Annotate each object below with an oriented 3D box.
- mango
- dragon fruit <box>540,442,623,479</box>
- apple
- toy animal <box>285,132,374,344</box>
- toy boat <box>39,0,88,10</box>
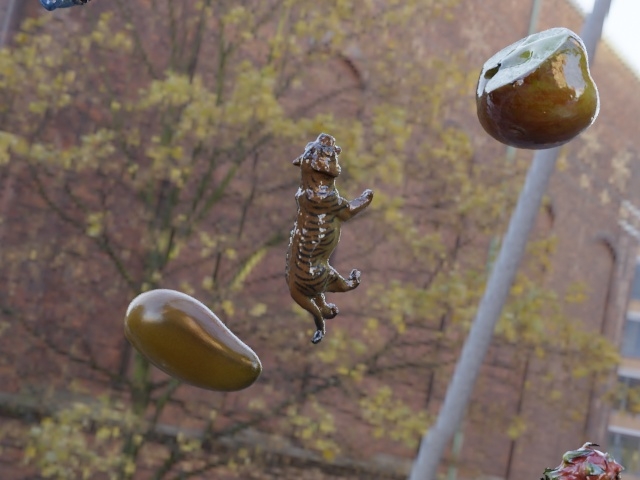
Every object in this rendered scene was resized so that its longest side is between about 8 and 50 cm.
[{"bbox_3d":[-0.157,0.127,1.563,0.184,0.102,0.085,29,33,1],"label":"mango"},{"bbox_3d":[0.372,0.337,1.804,0.116,0.086,0.081,-15,15,-19],"label":"dragon fruit"},{"bbox_3d":[0.309,-0.212,1.826,0.173,0.160,0.195,-13,20,8],"label":"apple"},{"bbox_3d":[0.000,0.000,1.450,0.099,0.241,0.056,8,4,-41],"label":"toy animal"},{"bbox_3d":[-0.194,-0.300,1.279,0.097,0.223,0.100,40,-20,28],"label":"toy boat"}]
